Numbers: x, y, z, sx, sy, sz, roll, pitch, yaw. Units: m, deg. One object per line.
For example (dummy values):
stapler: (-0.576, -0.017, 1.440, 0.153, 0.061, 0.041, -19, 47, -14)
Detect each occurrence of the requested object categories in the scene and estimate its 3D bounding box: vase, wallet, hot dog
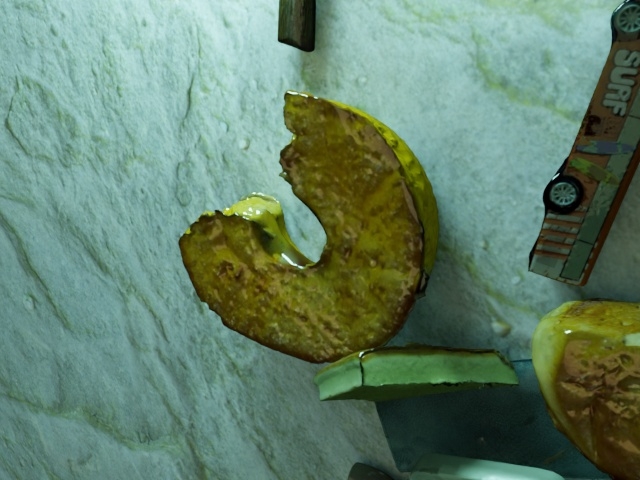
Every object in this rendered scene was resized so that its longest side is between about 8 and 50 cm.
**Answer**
vase: (0.103, 0.436, 1.098, 0.101, 0.053, 0.053, 11, 108, 27)
wallet: (0.259, 0.275, 0.956, 0.379, 0.046, 0.190, -13, 97, 34)
hot dog: (0.448, 0.196, 0.688, 0.405, 0.185, 0.223, 4, 104, 33)

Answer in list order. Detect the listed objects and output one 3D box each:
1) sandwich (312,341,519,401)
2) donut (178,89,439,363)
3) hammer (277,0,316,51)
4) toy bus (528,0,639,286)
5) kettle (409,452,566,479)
sandwich: (0.131, 0.205, 0.930, 0.212, 0.245, 0.063, 135, 137, -62)
donut: (0.000, 0.000, 0.985, 0.435, 0.163, 0.377, -39, 82, 32)
hammer: (-0.033, -0.498, 0.926, 0.242, 0.095, 0.408, 15, 116, 29)
toy bus: (0.355, -0.140, 0.754, 0.092, 0.093, 0.408, 22, 115, 19)
kettle: (0.293, 0.446, 0.863, 0.318, 0.265, 0.205, -2, 58, 37)
